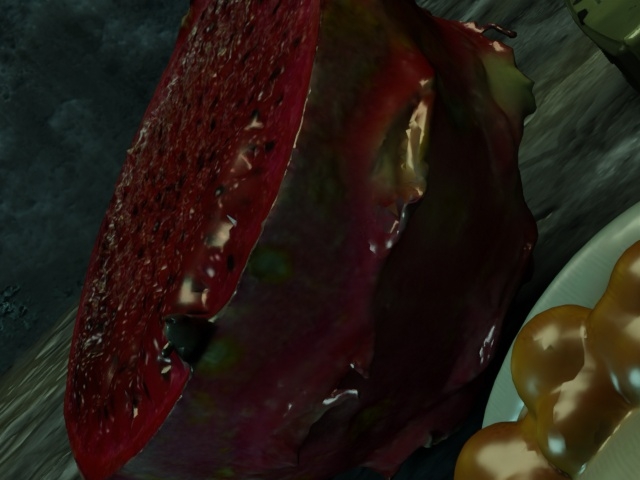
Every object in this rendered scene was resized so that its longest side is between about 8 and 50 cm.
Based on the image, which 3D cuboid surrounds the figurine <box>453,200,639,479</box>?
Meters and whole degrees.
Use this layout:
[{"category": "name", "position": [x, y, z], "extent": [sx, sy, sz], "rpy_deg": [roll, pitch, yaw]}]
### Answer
[{"category": "figurine", "position": [0.161, 0.145, 0.400], "extent": [0.224, 0.205, 0.382], "rpy_deg": [-54, 29, 26]}]

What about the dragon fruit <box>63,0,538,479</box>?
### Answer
[{"category": "dragon fruit", "position": [0.000, 0.000, 1.096], "extent": [0.386, 0.249, 0.371], "rpy_deg": [-58, 23, 26]}]

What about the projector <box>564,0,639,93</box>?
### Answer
[{"category": "projector", "position": [0.282, -0.194, 1.282], "extent": [0.193, 0.088, 0.269], "rpy_deg": [-40, 13, 11]}]
